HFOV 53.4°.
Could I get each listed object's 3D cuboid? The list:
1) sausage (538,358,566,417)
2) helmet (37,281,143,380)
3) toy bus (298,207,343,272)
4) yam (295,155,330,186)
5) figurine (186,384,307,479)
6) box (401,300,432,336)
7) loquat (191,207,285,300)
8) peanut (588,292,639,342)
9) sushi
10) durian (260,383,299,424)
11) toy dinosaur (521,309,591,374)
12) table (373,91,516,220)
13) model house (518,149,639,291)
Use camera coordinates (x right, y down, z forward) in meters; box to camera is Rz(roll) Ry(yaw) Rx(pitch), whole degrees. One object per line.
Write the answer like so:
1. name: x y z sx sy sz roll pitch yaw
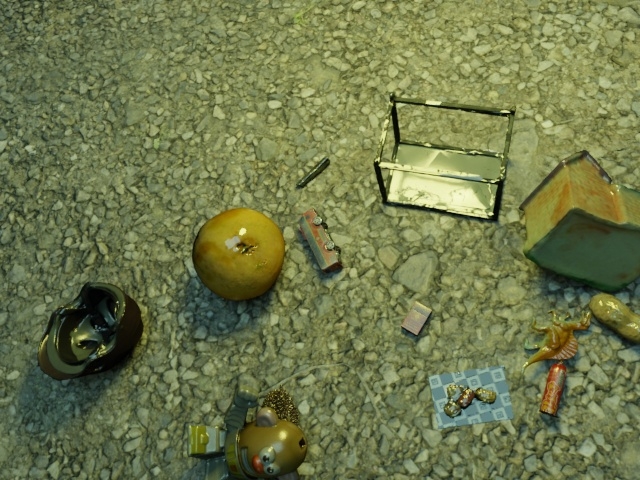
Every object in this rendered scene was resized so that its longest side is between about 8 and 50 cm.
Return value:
1. sausage: 0.587 0.366 1.590 0.050 0.048 0.145 -1 61 52
2. helmet: -0.632 0.269 1.806 0.305 0.177 0.225 -45 62 0
3. toy bus: 0.000 0.000 1.841 0.077 0.065 0.192 -30 66 7
4. yam: -0.023 -0.207 1.946 0.129 0.033 0.027 -43 94 -2
5. figurine: -0.168 0.527 1.592 0.285 0.342 0.167 -14 33 17
6. box: 0.261 0.213 1.727 0.052 0.023 0.082 30 78 19
7. loquat: -0.226 0.038 1.786 0.263 0.263 0.263 -4 69 10
8. peanut: 0.759 0.197 1.600 0.174 0.080 0.080 37 80 22
9. sushi: 0.387 0.396 1.626 0.201 0.031 0.139 -11 67 7
10. durian: -0.113 0.445 1.691 0.111 0.071 0.140 -5 64 9
11. toy dinosaur: 0.598 0.264 1.626 0.142 0.057 0.212 17 77 11
12. table: 0.338 -0.224 1.743 0.335 0.272 0.222 9 71 15
13. model house: 0.702 -0.068 1.654 0.312 0.245 0.280 20 44 -9
